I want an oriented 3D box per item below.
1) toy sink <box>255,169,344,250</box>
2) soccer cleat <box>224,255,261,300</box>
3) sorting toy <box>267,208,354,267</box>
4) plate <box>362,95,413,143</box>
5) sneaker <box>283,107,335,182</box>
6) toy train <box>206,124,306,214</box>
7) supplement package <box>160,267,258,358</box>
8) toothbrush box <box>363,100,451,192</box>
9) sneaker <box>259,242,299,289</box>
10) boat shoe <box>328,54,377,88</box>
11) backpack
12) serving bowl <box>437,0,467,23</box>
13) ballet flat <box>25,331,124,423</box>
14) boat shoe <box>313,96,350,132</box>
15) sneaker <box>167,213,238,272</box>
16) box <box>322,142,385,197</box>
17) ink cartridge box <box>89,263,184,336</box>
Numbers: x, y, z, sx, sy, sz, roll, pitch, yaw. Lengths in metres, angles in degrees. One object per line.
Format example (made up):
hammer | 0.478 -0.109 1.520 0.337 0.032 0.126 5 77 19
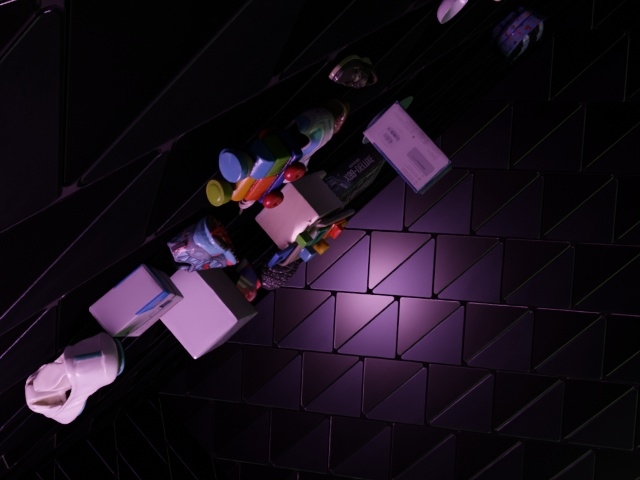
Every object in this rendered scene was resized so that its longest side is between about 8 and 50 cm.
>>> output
toy sink | -0.040 -0.083 1.733 0.153 0.131 0.234 -43 174 26
soccer cleat | -0.241 0.149 1.865 0.109 0.116 0.318 -40 -169 14
sorting toy | 0.000 0.000 1.731 0.196 0.047 0.348 -45 169 34
plate | 0.183 -0.345 1.777 0.188 0.024 0.188 -41 174 -6
sneaker | -0.052 -0.182 1.225 0.086 0.085 0.237 -8 162 -26
toy train | -0.146 -0.094 1.144 0.143 0.105 0.248 -22 162 -43
supplement package | -0.295 0.168 1.609 0.149 0.194 0.203 -42 174 6
toothbrush box | 0.251 -0.248 1.756 0.126 0.216 0.295 -42 175 12
sneaker | -0.104 0.027 1.994 0.286 0.109 0.130 -61 -174 -7
boat shoe | 0.067 -0.305 1.155 0.056 0.049 0.152 -45 173 34
backpack | 0.595 -0.628 1.902 0.158 0.117 0.173 -42 175 5
serving bowl | 0.265 -0.479 1.274 0.083 0.027 0.083 -41 175 -4
ballet flat | -0.544 0.295 1.324 0.400 0.139 0.139 -37 179 43
boat shoe | 0.014 -0.241 1.261 0.060 0.064 0.178 -44 -177 -27
sneaker | -0.256 0.013 1.337 0.125 0.104 0.262 -24 169 -3
box | 0.092 -0.191 2.078 0.242 0.076 0.307 -40 175 -12
ink cartridge box | -0.380 0.129 1.330 0.140 0.082 0.190 -41 173 -6
